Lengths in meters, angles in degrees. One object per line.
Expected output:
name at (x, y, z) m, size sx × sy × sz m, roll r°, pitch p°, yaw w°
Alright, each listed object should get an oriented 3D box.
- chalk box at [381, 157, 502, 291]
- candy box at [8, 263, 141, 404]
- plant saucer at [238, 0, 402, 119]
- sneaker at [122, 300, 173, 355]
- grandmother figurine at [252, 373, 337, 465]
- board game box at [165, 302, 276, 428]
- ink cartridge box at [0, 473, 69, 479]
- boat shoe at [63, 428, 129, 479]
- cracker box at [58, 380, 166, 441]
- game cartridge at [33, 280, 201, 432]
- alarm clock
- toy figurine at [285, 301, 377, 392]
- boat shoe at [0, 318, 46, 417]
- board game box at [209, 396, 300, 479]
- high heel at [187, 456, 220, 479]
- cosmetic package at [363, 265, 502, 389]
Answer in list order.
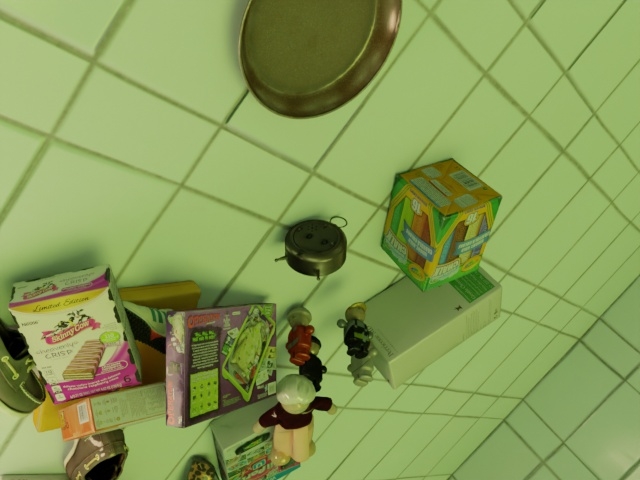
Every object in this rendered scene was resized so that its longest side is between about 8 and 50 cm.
chalk box at (0.269, -0.013, 1.508) m, size 0.179 × 0.180 × 0.289 m, roll -18°, pitch 135°, yaw -28°
candy box at (-0.412, 0.165, 1.104) m, size 0.159 × 0.071 × 0.233 m, roll -13°, pitch 126°, yaw -10°
plant saucer at (-0.003, -0.348, 1.057) m, size 0.310 × 0.050 × 0.310 m, roll -23°, pitch 138°, yaw -23°
sneaker at (-0.315, 0.152, 1.207) m, size 0.161 × 0.075 × 0.057 m, roll 38°, pitch 119°, yaw -25°
grandmother figurine at (-0.057, 0.428, 1.548) m, size 0.208 × 0.104 × 0.342 m, roll -20°, pitch 143°, yaw -18°
board game box at (-0.186, 0.235, 1.288) m, size 0.347 × 0.056 × 0.208 m, roll 8°, pitch 85°, yaw -66°
ink cartridge box at (-0.609, 0.636, 1.345) m, size 0.168 × 0.232 × 0.171 m, roll -52°, pitch 141°, yaw 10°
boat shoe at (-0.477, 0.481, 1.381) m, size 0.116 × 0.096 × 0.324 m, roll -8°, pitch 144°, yaw -33°
cracker box at (-0.361, 0.321, 1.240) m, size 0.232 × 0.067 × 0.156 m, roll -2°, pitch 162°, yaw -43°
game cartridge at (-0.405, 0.227, 1.278) m, size 0.285 × 0.052 × 0.323 m, roll -4°, pitch 126°, yaw -38°
alarm clock at (0.000, 0.000, 1.346) m, size 0.192 × 0.129 × 0.064 m, roll -47°, pitch 150°, yaw -43°
toy figurine at (0.027, 0.251, 1.541) m, size 0.209 × 0.148 × 0.213 m, roll -9°, pitch 137°, yaw 8°
boat shoe at (-0.536, 0.193, 1.079) m, size 0.091 × 0.109 × 0.305 m, roll -27°, pitch 136°, yaw -11°
board game box at (-0.171, 0.562, 1.760) m, size 0.224 × 0.097 × 0.303 m, roll -22°, pitch 139°, yaw -22°
high heel at (-0.391, 0.686, 1.736) m, size 0.261 × 0.093 × 0.186 m, roll -23°, pitch 114°, yaw 1°
cosmetic package at (0.281, 0.201, 1.714) m, size 0.365 × 0.197 × 0.155 m, roll -31°, pitch 141°, yaw -15°
